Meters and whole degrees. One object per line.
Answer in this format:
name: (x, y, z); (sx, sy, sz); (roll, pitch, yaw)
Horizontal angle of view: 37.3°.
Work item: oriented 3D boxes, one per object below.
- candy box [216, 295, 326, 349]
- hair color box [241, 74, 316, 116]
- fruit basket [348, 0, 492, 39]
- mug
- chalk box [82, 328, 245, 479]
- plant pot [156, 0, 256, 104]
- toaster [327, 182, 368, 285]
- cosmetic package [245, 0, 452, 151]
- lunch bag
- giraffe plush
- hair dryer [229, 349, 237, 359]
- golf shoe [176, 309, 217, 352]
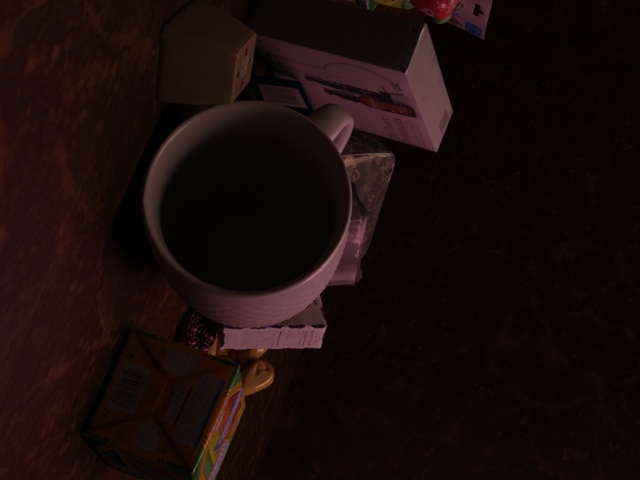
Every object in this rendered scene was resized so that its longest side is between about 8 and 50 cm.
candy box: (-0.100, 0.123, 1.801); (0.070, 0.196, 0.164); (104, -20, -43)
hair color box: (-0.097, -0.089, 1.632); (0.174, 0.105, 0.347); (-111, -150, -56)
fruit basket: (0.181, -0.526, 1.944); (0.165, 0.353, 0.327); (-57, 172, -2)
mug: (-0.074, -0.046, 1.389); (0.374, 0.276, 0.328); (-53, 172, -16)
chalk box: (-0.232, 0.288, 1.495); (0.289, 0.179, 0.180); (91, 19, -65)
plant pot: (-0.142, -0.235, 1.225); (0.109, 0.096, 0.109); (-63, 169, -52)
toaster: (0.000, 0.000, 1.763); (0.129, 0.147, 0.226); (-108, -164, -46)
cosmetic package: (0.062, -0.287, 1.640); (0.097, 0.285, 0.377); (-67, 161, -7)
lunch bag: (-0.016, -0.123, 1.937); (0.213, 0.256, 0.305); (-11, 130, -34)
giraffe plush: (-0.200, 0.269, 1.854); (0.170, 0.182, 0.210); (139, -35, -61)
hair dryer: (-0.173, 0.236, 2.084); (0.223, 0.080, 0.293); (-53, 175, -25)
golf shoe: (-0.243, 0.203, 1.724); (0.086, 0.067, 0.186); (-21, -132, 43)
